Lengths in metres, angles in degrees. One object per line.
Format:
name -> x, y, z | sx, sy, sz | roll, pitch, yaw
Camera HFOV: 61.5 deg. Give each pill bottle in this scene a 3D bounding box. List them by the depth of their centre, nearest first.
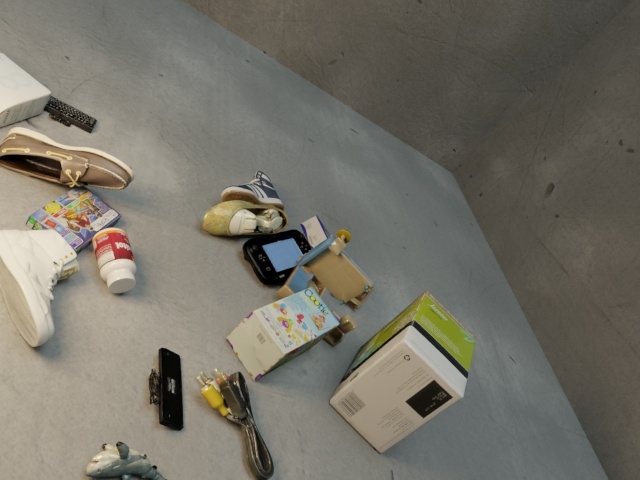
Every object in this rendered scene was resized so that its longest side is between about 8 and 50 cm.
pill bottle -> -0.504, 0.050, 1.323 | 0.086, 0.086, 0.152 | 8, 46, -46

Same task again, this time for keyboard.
keyboard -> -0.355, 0.331, 1.213 | 0.100, 0.038, 0.192 | 48, 18, -45
keyboard -> -0.772, -0.386, 1.619 | 0.180, 0.023, 0.108 | 27, 34, -26

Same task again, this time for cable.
cable -> -0.193, 0.428, 1.279 | 0.287, 0.072, 0.139 | 62, 15, 8

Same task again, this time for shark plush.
shark plush -> -0.373, 0.446, 1.043 | 0.161, 0.073, 0.067 | 47, 43, -38

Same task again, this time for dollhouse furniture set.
dollhouse furniture set -> 0.069, 0.116, 1.668 | 0.286, 0.303, 0.198 | 45, 37, -10
dollhouse furniture set -> 0.081, 0.141, 1.946 | 0.182, 0.101, 0.161 | 37, 6, -11

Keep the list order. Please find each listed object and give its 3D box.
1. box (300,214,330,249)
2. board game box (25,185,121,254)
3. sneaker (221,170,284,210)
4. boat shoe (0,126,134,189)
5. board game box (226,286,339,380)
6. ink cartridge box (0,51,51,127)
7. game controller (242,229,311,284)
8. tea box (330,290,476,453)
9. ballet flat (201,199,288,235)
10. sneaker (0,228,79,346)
box -> 0.000, 0.000, 1.956 | 0.126, 0.072, 0.137 | 64, 7, 35
board game box -> -0.620, -0.054, 1.366 | 0.136, 0.035, 0.201 | 39, 30, -7
sneaker -> -0.257, -0.178, 1.897 | 0.282, 0.099, 0.153 | 12, 46, -53
boat shoe -> -0.653, -0.189, 1.382 | 0.324, 0.116, 0.096 | 18, 50, -12
board game box -> -0.099, 0.253, 1.498 | 0.144, 0.142, 0.275 | 53, 31, 14
ink cartridge box -> -0.949, -0.410, 1.369 | 0.308, 0.091, 0.385 | 40, 29, -6
game controller -> -0.126, 0.053, 1.798 | 0.166, 0.067, 0.319 | 52, 31, 14
tea box -> 0.249, 0.376, 1.576 | 0.220, 0.329, 0.323 | 45, 28, 3
ballet flat -> -0.228, -0.066, 1.758 | 0.348, 0.123, 0.123 | -5, 55, -56
sneaker -> -0.588, 0.084, 1.158 | 0.169, 0.108, 0.292 | -7, 55, -50
